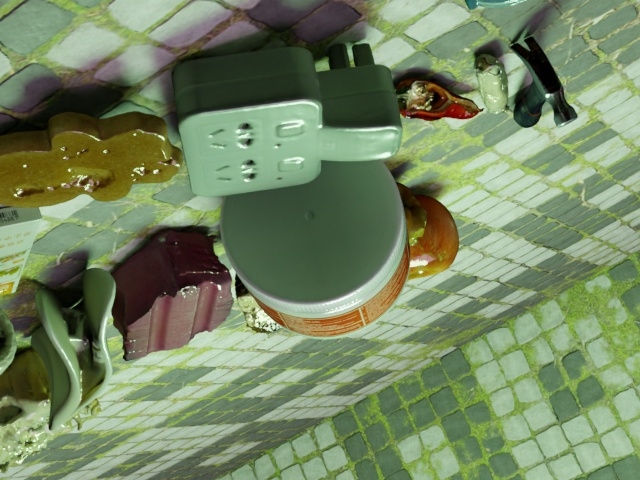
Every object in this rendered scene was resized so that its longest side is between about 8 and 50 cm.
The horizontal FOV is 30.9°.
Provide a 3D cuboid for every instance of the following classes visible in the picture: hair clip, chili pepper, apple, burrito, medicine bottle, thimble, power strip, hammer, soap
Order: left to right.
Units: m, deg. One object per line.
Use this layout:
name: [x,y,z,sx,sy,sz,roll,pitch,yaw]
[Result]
thimble: [-0.498,0.153,1.673,0.102,0.115,0.090,-10,158,-45]
hair clip: [-0.376,0.145,1.768,0.113,0.172,0.282,-9,146,-19]
soap: [-0.235,0.083,1.818,0.182,0.112,0.289,-19,162,-17]
power strip: [-0.042,-0.163,1.396,0.261,0.141,0.229,-8,160,-4]
medicine bottle: [0.000,0.000,1.656,0.253,0.252,0.241,-24,163,-1]
apple: [0.095,-0.022,1.903,0.156,0.147,0.158,-6,133,-55]
apple: [0.166,-0.005,2.059,0.163,0.139,0.163,-12,169,-2]
chili pepper: [0.154,-0.198,1.637,0.051,0.059,0.268,10,-173,34]
burrito: [0.250,-0.228,1.682,0.045,0.041,0.185,-2,165,11]
hammer: [0.314,-0.214,1.714,0.037,0.137,0.290,-25,176,1]

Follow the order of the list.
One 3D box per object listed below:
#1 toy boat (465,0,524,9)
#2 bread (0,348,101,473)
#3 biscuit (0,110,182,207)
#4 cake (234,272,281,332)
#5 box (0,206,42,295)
toy boat: [0.257,-0.329,1.320,0.215,0.088,0.102,-31,165,16]
bread: [-0.520,0.291,1.989,0.274,0.149,0.274,-23,156,-11]
biscuit: [-0.285,-0.090,1.314,0.249,0.035,0.184,-12,156,5]
cake: [-0.016,0.083,1.816,0.246,0.135,0.112,11,150,16]
box: [-0.441,0.024,1.516,0.122,0.032,0.220,-14,159,-30]
